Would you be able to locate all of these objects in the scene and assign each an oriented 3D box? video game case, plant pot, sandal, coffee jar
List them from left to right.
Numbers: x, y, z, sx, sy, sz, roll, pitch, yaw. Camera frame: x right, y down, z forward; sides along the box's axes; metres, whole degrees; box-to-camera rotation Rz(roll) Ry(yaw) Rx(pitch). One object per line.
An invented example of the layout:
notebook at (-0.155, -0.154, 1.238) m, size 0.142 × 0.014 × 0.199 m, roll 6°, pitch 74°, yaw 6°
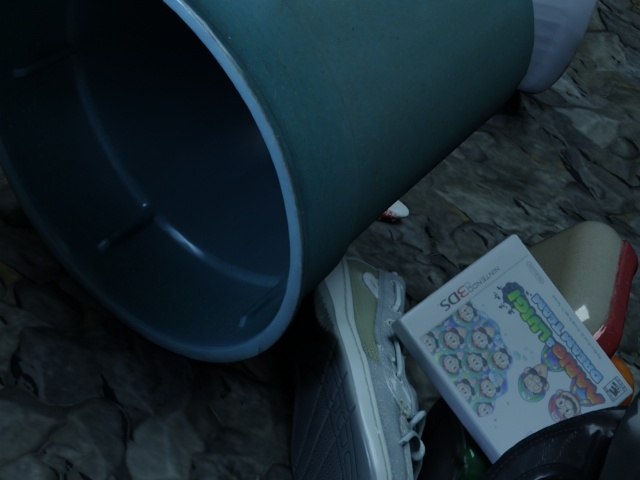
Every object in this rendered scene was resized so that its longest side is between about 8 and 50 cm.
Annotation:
plant pot at (-0.031, -0.134, 1.420) m, size 0.341 × 0.341 × 0.334 m, roll 40°, pitch 51°, yaw 19°
video game case at (0.149, 0.091, 1.412) m, size 0.143 × 0.019 × 0.157 m, roll -34°, pitch 86°, yaw -35°
coffee jar at (0.173, 0.181, 1.447) m, size 0.184 × 0.079 × 0.096 m, roll 14°, pitch 39°, yaw -21°
sandal at (0.180, 0.188, 1.325) m, size 0.107 × 0.168 × 0.446 m, roll 28°, pitch 46°, yaw 20°

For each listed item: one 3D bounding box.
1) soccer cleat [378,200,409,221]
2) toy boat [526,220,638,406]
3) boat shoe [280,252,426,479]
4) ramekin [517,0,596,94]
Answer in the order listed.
soccer cleat at (0.047, -0.047, 1.712) m, size 0.083 × 0.036 × 0.029 m, roll 27°, pitch 32°, yaw 0°
toy boat at (0.215, 0.089, 1.581) m, size 0.151 × 0.151 × 0.231 m, roll 54°, pitch 29°, yaw -17°
boat shoe at (0.036, 0.113, 1.414) m, size 0.103 × 0.118 × 0.320 m, roll 12°, pitch 29°, yaw -15°
ramekin at (0.195, -0.304, 1.969) m, size 0.135 × 0.277 × 0.277 m, roll 10°, pitch 36°, yaw -13°
